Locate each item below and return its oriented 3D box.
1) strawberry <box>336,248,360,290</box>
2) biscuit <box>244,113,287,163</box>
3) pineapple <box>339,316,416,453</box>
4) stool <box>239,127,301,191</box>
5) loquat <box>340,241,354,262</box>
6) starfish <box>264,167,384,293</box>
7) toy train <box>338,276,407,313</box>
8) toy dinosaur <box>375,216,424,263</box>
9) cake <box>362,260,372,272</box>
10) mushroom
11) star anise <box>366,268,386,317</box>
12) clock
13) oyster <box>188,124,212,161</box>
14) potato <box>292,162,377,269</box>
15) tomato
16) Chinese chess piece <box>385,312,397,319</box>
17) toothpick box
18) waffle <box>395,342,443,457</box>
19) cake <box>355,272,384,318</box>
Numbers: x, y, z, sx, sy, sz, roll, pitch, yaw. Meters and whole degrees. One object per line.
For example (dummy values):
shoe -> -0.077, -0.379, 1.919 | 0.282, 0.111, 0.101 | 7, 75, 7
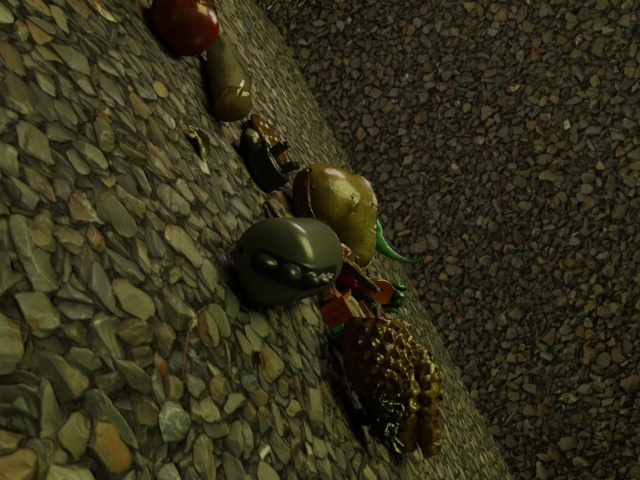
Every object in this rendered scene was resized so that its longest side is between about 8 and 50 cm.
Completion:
strawberry -> 0.071, 0.113, 1.678 | 0.188, 0.082, 0.121 | 68, 0, -46
biscuit -> -0.202, -0.361, 1.877 | 0.221, 0.066, 0.220 | 55, 12, -18
pineapple -> 0.158, 0.390, 1.388 | 0.223, 0.222, 0.358 | 28, 59, -65
stool -> -0.165, -0.266, 1.670 | 0.228, 0.139, 0.153 | 49, 16, -47
loquat -> 0.055, 0.070, 1.795 | 0.113, 0.137, 0.137 | 56, 11, -60
starfish -> -0.010, 0.006, 1.488 | 0.384, 0.132, 0.398 | 66, -18, 2
toy train -> 0.181, 0.178, 1.826 | 0.177, 0.116, 0.285 | 24, -8, -24
toy dinosaur -> 0.262, -0.095, 2.296 | 0.144, 0.499, 0.375 | 19, 78, -57
cake -> 0.138, 0.036, 2.141 | 0.221, 0.116, 0.086 | 65, -21, 10
mushroom -> -0.308, -0.542, 1.716 | 0.154, 0.137, 0.408 | 62, 11, -50
star anise -> 0.230, 0.228, 2.185 | 0.234, 0.073, 0.177 | -113, -166, -45
clock -> 0.105, 0.266, 1.646 | 0.255, 0.106, 0.220 | 48, 19, -41
oyster -> -0.324, -0.252, 1.338 | 0.080, 0.038, 0.084 | 19, 69, -55
potato -> 0.022, -0.094, 1.934 | 0.295, 0.289, 0.398 | 5, 92, -40
tomato -> -0.400, -0.669, 1.531 | 0.208, 0.184, 0.208 | 53, 17, -25
Chinese chess piece -> 0.324, 0.385, 2.294 | 0.122, 0.051, 0.122 | 54, 14, -20
toothpick box -> -0.069, 0.051, 1.224 | 0.229, 0.228, 0.316 | 62, 15, 6
waffle -> 0.288, 0.488, 1.566 | 0.261, 0.150, 0.325 | -104, -174, -71
cake -> 0.188, 0.274, 2.003 | 0.116, 0.112, 0.296 | 40, 36, -41
